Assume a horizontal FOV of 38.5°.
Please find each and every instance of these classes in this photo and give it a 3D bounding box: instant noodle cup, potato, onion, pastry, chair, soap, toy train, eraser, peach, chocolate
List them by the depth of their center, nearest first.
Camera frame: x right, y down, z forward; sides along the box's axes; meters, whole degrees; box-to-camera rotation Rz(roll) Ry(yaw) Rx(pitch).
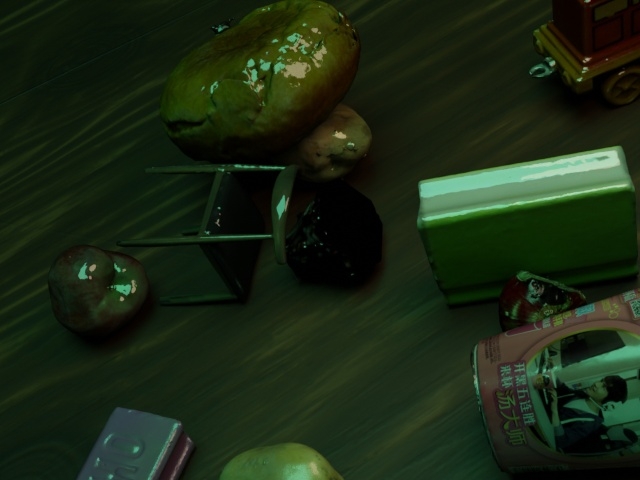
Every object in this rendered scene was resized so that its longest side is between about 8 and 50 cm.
[{"bbox_3d":[0.319,0.171,1.074,0.255,0.244,0.244,-14,46,18],"label":"instant noodle cup"},{"bbox_3d":[-0.051,0.313,1.139,0.178,0.118,0.109,-11,10,27],"label":"potato"},{"bbox_3d":[0.292,0.100,1.214,0.117,0.118,0.118,17,55,12],"label":"onion"},{"bbox_3d":[-0.264,0.330,1.223,0.122,0.065,0.203,6,52,23],"label":"soap"},{"bbox_3d":[0.283,-0.011,1.247,0.274,0.210,0.092,-12,48,12],"label":"eraser"},{"bbox_3d":[0.000,0.000,1.401,0.133,0.156,0.156,-28,39,35],"label":"chocolate"},{"bbox_3d":[-0.142,-0.015,1.421,0.272,0.166,0.188,-6,48,20],"label":"chair"},{"bbox_3d":[-0.359,0.071,1.443,0.152,0.152,0.152,-10,47,11],"label":"peach"},{"bbox_3d":[0.502,-0.363,1.470,0.369,0.231,0.163,-23,49,-1],"label":"toy train"},{"bbox_3d":[-0.101,-0.262,1.483,0.356,0.164,0.356,-23,35,17],"label":"pastry"},{"bbox_3d":[-0.016,-0.168,1.554,0.235,0.128,0.161,6,36,29],"label":"potato"}]

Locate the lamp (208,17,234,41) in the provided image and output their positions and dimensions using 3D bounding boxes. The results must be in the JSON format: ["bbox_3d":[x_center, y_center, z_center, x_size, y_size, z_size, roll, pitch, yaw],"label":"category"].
[{"bbox_3d":[-0.152,-0.343,1.723,0.182,0.140,0.182,-18,21,7],"label":"lamp"}]
